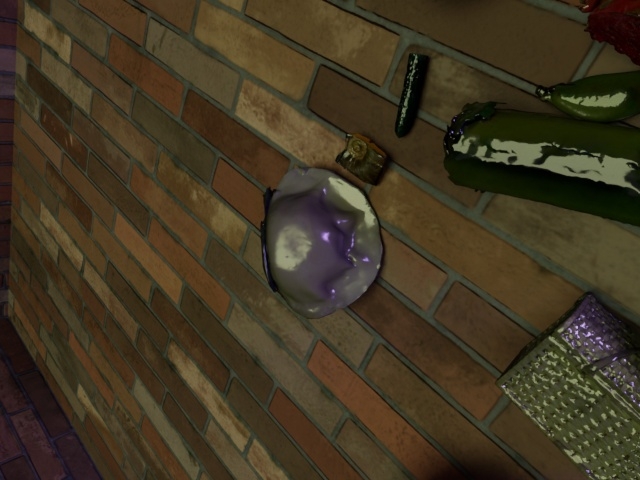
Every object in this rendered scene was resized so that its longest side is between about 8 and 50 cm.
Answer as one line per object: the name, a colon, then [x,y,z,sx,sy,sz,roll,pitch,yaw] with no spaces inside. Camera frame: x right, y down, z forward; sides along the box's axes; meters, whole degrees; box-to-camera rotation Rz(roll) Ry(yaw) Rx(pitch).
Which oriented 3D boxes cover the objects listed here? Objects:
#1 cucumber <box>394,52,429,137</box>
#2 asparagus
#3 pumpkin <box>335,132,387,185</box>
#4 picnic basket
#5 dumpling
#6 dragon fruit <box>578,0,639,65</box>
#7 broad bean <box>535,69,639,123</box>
cucumber: [0.144,-0.231,0.750,0.032,0.032,0.133,25,114,35]
asparagus: [0.340,-0.083,0.563,0.382,0.108,0.128,22,128,34]
pumpkin: [0.077,-0.146,0.828,0.101,0.035,0.073,41,135,23]
picnic basket: [0.362,0.187,0.588,0.196,0.134,0.154,48,129,23]
dumpling: [-0.016,0.000,0.858,0.205,0.163,0.292,-7,83,46]
dragon fruit: [0.404,-0.235,0.436,0.274,0.126,0.161,40,102,21]
broad bean: [0.371,-0.174,0.556,0.214,0.048,0.070,15,108,35]
